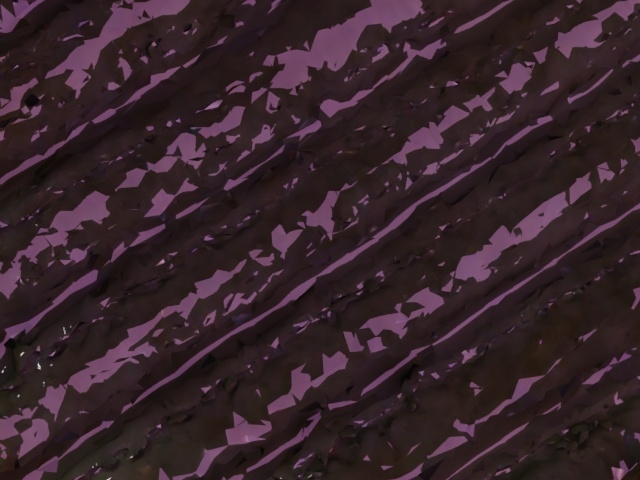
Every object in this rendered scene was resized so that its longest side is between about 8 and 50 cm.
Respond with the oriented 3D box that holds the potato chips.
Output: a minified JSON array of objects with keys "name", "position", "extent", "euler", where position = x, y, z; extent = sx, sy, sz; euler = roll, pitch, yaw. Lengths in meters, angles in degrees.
[{"name":"potato chips","position":[0.000,0.000,0.569],"extent":[0.429,0.070,0.358],"euler":[-37,94,-13]}]
